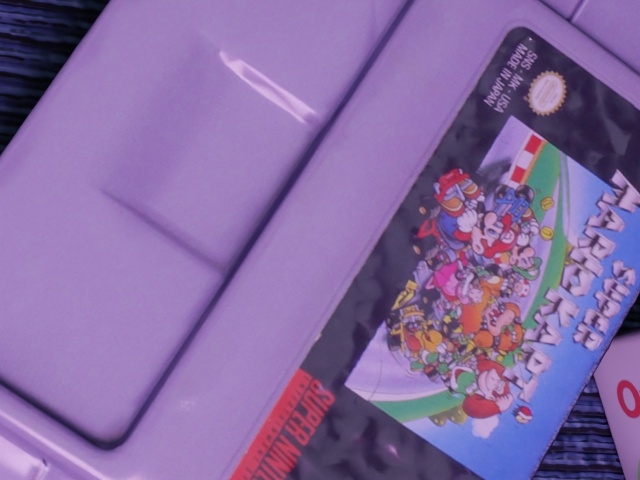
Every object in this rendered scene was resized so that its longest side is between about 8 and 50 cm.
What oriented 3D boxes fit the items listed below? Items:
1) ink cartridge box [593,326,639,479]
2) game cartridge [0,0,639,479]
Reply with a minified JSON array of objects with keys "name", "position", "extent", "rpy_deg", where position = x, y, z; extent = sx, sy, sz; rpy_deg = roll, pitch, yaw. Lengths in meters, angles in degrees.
[{"name":"ink cartridge box","position":[0.264,0.131,0.593],"extent":[0.197,0.198,0.270],"rpy_deg":[-15,85,-19]},{"name":"game cartridge","position":[0.000,0.000,0.576],"extent":[0.230,0.068,0.355],"rpy_deg":[34,77,-5]}]
